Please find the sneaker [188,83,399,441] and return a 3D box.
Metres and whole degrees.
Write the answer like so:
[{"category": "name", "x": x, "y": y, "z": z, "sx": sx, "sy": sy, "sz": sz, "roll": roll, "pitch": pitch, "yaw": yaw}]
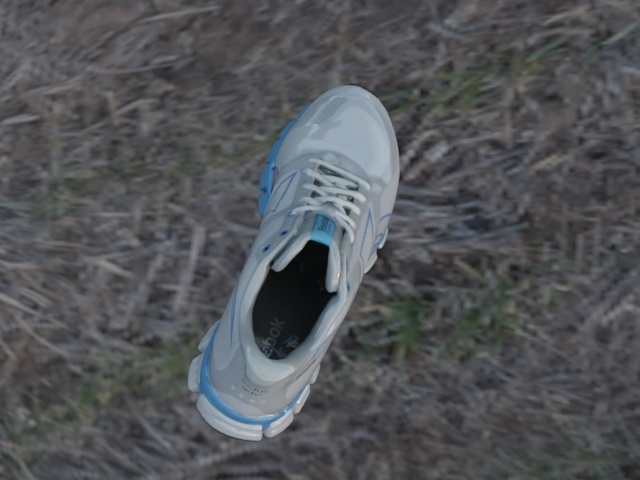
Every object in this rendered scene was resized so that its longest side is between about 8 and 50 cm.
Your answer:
[{"category": "sneaker", "x": 0.000, "y": 0.000, "z": 0.839, "sx": 0.071, "sy": 0.083, "sz": 0.190, "roll": 21, "pitch": 63, "yaw": -6}]
